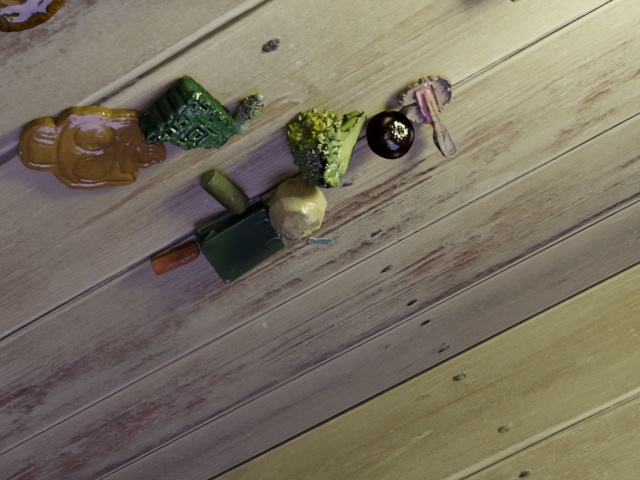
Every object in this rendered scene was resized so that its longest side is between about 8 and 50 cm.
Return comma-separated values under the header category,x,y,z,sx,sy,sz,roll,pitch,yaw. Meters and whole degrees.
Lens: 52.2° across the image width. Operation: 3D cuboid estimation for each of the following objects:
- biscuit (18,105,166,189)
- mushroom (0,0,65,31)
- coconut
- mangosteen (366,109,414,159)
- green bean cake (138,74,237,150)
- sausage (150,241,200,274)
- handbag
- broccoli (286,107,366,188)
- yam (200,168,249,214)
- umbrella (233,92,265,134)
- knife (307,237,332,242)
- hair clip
category,x,y,z,sx,sy,sz,roll,pitch,yaw
biscuit,-0.597,-0.235,1.739,0.376,0.051,0.269,-1,138,-25
mushroom,-0.635,-0.547,1.239,0.283,0.195,0.263,7,127,-54
coconut,-0.070,-0.107,2.038,0.195,0.194,0.194,-14,140,-12
mangosteen,0.207,-0.316,1.970,0.153,0.152,0.152,-14,140,-12
green bean cake,-0.342,-0.301,1.725,0.193,0.107,0.208,-44,142,8
sausage,-0.464,0.054,2.130,0.170,0.065,0.065,-23,141,-2
handbag,-0.256,0.001,2.140,0.260,0.079,0.247,-28,144,-5
broccoli,0.001,-0.293,1.919,0.181,0.272,0.242,19,157,20
yam,-0.291,-0.146,1.968,0.078,0.078,0.179,-34,139,13
umbrella,-0.198,-0.348,1.790,0.067,0.062,0.143,10,135,-41
knife,0.000,0.000,2.330,0.096,0.010,0.027,-1,137,-25
hair clip,0.344,-0.383,2.007,0.173,0.069,0.300,-28,131,4
